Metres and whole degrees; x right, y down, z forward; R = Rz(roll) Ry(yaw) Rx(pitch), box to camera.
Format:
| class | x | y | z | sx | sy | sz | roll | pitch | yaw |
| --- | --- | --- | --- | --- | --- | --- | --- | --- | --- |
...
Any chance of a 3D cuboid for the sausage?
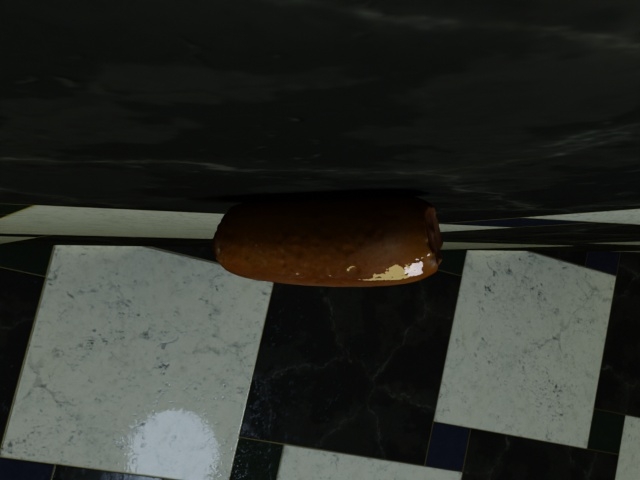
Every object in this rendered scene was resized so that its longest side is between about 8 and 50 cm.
| class | x | y | z | sx | sy | sz | roll | pitch | yaw |
| --- | --- | --- | --- | --- | --- | --- | --- | --- | --- |
| sausage | 0.000 | 0.000 | 0.564 | 0.198 | 0.076 | 0.076 | 1 | 178 | 24 |
